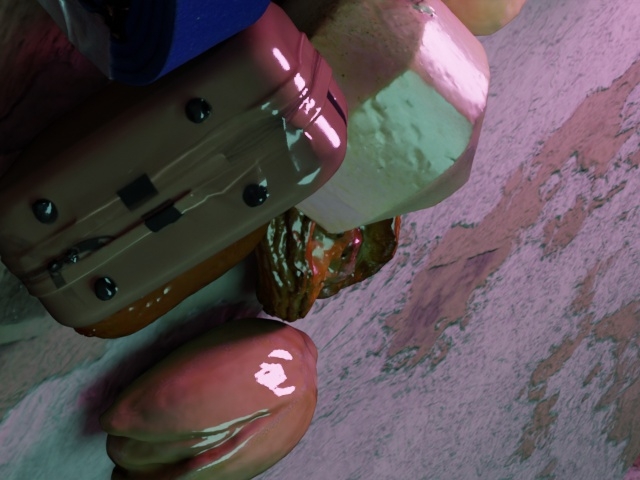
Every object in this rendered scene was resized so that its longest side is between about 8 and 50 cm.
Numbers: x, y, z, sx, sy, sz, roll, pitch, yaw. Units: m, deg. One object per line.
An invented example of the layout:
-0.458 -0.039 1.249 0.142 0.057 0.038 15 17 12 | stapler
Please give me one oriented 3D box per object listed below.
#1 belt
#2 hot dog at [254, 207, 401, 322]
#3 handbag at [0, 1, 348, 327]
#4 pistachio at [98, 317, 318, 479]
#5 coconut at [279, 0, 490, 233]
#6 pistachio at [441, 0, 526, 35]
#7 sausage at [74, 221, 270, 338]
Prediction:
-0.133 -0.278 1.363 0.117 0.212 0.347 -35 146 -30 | belt
0.002 0.001 2.039 0.175 0.114 0.259 -38 151 -20 | hot dog
-0.120 -0.081 1.607 0.302 0.149 0.283 -33 -162 18 | handbag
-0.110 0.180 2.058 0.293 0.181 0.162 -33 112 -36 | pistachio
0.049 -0.131 1.795 0.259 0.259 0.259 -37 151 -25 | coconut
0.149 -0.287 1.889 0.145 0.117 0.200 -19 145 -12 | pistachio
-0.150 -0.005 1.790 0.258 0.133 0.133 -33 149 -27 | sausage
